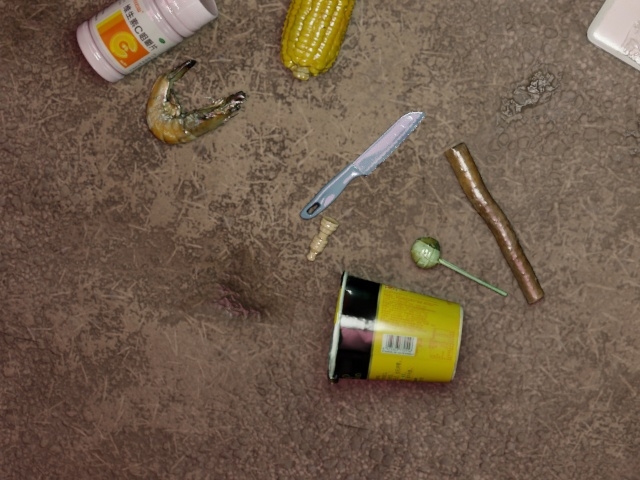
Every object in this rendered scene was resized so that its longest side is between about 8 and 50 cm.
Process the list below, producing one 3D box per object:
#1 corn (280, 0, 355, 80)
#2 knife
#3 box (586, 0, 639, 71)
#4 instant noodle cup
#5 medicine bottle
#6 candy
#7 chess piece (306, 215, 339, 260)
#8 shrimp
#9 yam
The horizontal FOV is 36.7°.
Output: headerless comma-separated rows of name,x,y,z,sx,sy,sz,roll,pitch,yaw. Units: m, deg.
corn,0.016,-0.471,1.770,0.120,0.120,0.363,20,101,9
knife,0.079,-0.142,1.853,0.313,0.019,0.044,-43,94,14
box,0.621,-0.344,1.691,0.285,0.044,0.142,33,101,7
instant noodle cup,0.137,0.175,1.795,0.236,0.215,0.215,8,99,4
medicine bottle,-0.331,-0.417,1.850,0.250,0.133,0.133,-28,91,13
candy,0.264,0.056,1.827,0.202,0.061,0.061,27,102,0
chess piece,0.000,0.000,1.881,0.035,0.035,0.092,30,106,7
shrimp,-0.250,-0.276,1.894,0.217,0.051,0.150,-18,86,18
yam,0.326,-0.031,1.798,0.045,0.045,0.327,-28,91,45
